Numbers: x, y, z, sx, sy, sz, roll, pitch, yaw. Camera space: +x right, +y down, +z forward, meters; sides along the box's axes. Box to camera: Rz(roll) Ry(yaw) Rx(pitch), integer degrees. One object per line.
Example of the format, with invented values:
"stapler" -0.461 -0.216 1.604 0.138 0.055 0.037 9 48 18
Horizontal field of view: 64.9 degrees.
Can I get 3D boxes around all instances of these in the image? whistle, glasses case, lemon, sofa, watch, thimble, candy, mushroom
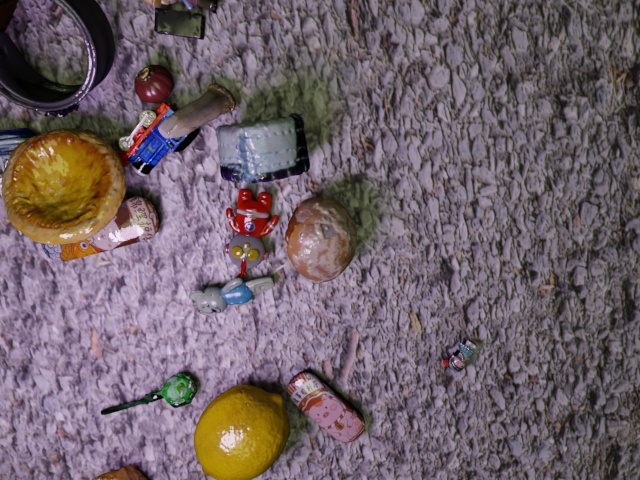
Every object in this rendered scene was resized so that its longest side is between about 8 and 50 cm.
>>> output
"whistle" -0.241 0.151 1.391 0.236 0.077 0.114 -16 134 2
"glasses case" 0.018 0.488 1.475 0.267 0.067 0.103 42 98 -9
"glasses case" -0.589 -0.031 1.345 0.321 0.082 0.122 -15 97 3
"lemon" -0.217 0.532 1.395 0.267 0.267 0.267 0 103 0
"sofa" -0.349 -0.537 1.250 0.118 0.039 0.060 7 102 -1
"watch" -0.674 -0.452 1.176 0.327 0.314 0.335 29 117 -18
"thimble" -0.145 -0.222 1.223 0.237 0.237 0.150 -7 104 2
"candy" -0.511 0.465 1.472 0.324 0.097 0.097 -18 103 12
"mushroom" -0.304 -0.316 1.237 0.084 0.071 0.209 52 56 -7

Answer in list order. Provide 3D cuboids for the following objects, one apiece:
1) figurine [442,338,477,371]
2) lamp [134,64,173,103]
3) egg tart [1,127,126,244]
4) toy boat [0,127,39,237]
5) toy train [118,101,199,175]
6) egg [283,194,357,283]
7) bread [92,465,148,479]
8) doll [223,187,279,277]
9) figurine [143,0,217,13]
"figurine" 0.404 0.331 1.450 0.060 0.047 0.106 34 99 -16
"lamp" -0.417 -0.391 1.259 0.101 0.090 0.101 -7 64 15
"egg tart" -0.624 -0.129 1.253 0.319 0.128 0.318 0 76 2
"toy boat" -0.816 -0.159 1.320 0.210 0.070 0.291 16 105 -9
"toy train" -0.424 -0.256 1.293 0.131 0.083 0.204 43 100 -11
"egg" 0.000 0.000 1.300 0.195 0.195 0.233 7 116 -2
"bread" -0.588 0.772 1.504 0.143 0.139 0.228 -9 102 4
"doll" -0.193 -0.015 1.355 0.142 0.076 0.245 12 99 -2
"figurine" -0.345 -0.612 1.212 0.196 0.108 0.114 6 114 -20
